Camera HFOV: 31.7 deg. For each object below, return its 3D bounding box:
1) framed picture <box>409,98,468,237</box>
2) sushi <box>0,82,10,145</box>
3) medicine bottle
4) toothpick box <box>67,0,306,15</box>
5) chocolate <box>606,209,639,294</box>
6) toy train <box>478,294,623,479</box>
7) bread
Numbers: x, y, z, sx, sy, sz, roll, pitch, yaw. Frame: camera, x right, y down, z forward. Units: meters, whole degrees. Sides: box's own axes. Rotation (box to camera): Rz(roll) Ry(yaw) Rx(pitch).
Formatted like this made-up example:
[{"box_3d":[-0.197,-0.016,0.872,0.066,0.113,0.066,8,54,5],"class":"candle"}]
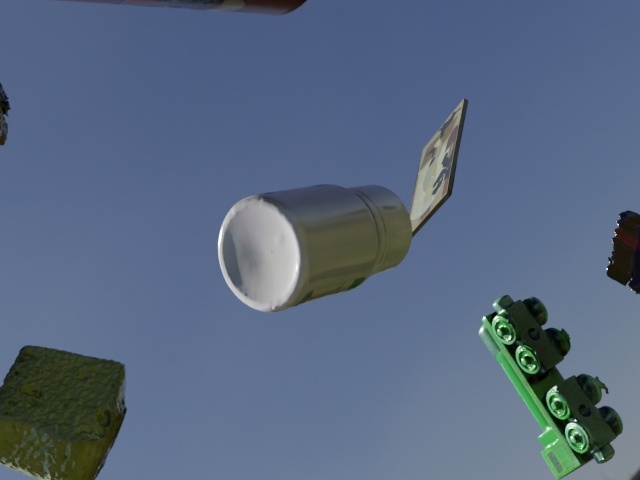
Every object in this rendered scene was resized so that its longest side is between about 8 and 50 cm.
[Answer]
[{"box_3d":[0.173,-0.105,1.696,0.136,0.010,0.200,-51,18,48],"class":"framed picture"},{"box_3d":[-0.497,-0.206,1.709,0.051,0.192,0.215,2,-30,-2],"class":"sushi"},{"box_3d":[0.000,0.000,1.345,0.237,0.139,0.139,-15,-40,-53],"class":"medicine bottle"},{"box_3d":[-0.174,-0.342,1.167,0.333,0.204,0.204,-4,-46,-38],"class":"toothpick box"},{"box_3d":[0.326,0.041,0.961,0.086,0.182,0.028,-61,7,-35],"class":"chocolate"},{"box_3d":[0.296,0.190,1.489,0.085,0.251,0.119,-21,-21,-30],"class":"toy train"},{"box_3d":[-0.243,0.169,1.051,0.129,0.114,0.111,-72,2,-50],"class":"bread"}]
